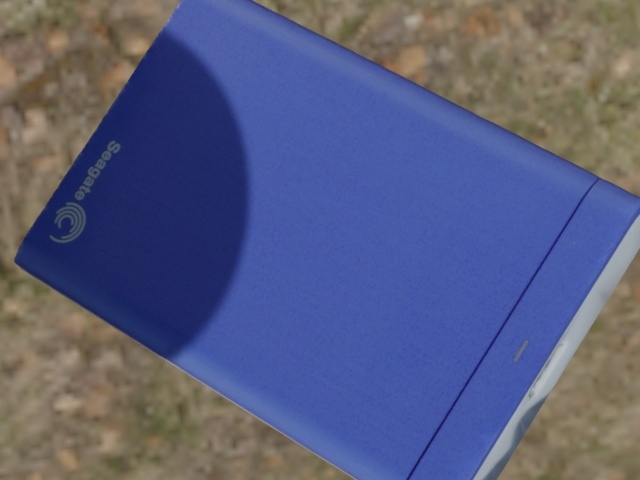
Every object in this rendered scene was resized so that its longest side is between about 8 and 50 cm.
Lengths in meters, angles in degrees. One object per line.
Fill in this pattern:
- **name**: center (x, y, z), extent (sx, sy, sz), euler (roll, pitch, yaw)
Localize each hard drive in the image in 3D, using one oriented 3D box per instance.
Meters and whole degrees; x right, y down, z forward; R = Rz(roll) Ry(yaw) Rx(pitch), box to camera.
- **hard drive**: center (0.000, 0.000, 1.127), extent (0.319, 0.210, 0.040), euler (30, 173, 27)
